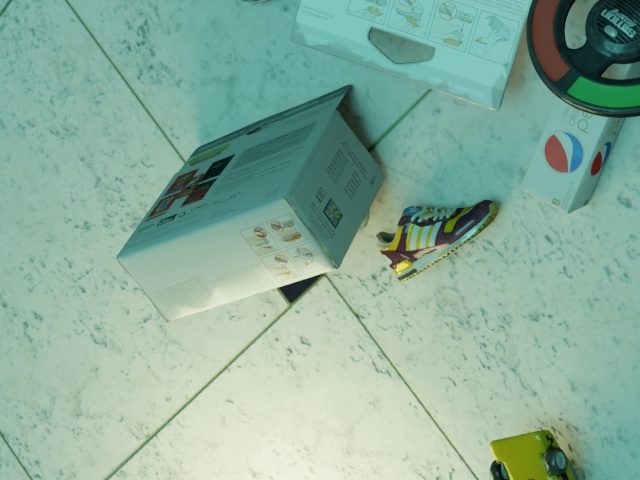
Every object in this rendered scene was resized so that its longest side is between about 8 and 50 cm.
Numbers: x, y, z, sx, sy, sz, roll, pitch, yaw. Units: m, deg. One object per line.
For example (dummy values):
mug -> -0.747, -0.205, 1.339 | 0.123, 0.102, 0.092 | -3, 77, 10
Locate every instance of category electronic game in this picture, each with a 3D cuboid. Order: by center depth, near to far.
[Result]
electronic game -> 0.354, -0.249, 1.795 | 0.229, 0.048, 0.229 | -5, 70, 14

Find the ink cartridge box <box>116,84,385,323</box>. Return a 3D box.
ink cartridge box -> -0.082, -0.051, 2.113 | 0.309, 0.272, 0.130 | -18, 119, 36

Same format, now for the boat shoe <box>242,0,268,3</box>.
boat shoe -> -0.203, -0.444, 2.109 | 0.340, 0.158, 0.127 | 45, 122, 16

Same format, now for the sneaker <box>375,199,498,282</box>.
sneaker -> 0.149, -0.018, 2.041 | 0.185, 0.069, 0.084 | -36, 87, 34

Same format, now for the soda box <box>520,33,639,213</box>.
soda box -> 0.325, -0.145, 1.891 | 0.074, 0.069, 0.216 | 31, 118, 24

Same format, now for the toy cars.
toy cars -> 0.383, 0.381, 1.986 | 0.394, 0.087, 0.176 | 34, 124, 18

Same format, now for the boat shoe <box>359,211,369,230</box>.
boat shoe -> 0.000, 0.000, 2.154 | 0.184, 0.066, 0.063 | -21, 110, 30

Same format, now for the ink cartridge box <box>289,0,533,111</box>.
ink cartridge box -> 0.131, -0.333, 1.931 | 0.296, 0.066, 0.261 | 21, 113, 13
